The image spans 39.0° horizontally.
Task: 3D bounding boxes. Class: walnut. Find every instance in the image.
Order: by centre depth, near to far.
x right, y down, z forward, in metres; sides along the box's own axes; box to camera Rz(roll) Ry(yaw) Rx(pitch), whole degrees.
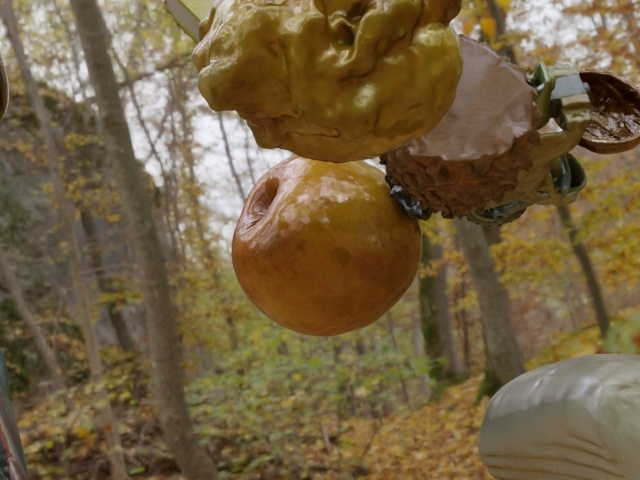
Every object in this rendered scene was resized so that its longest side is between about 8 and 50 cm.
[{"bbox_3d":[0.509,-0.227,1.659,0.167,0.211,0.087,-36,-33,-13],"label":"walnut"}]

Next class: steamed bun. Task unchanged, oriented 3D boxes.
[{"bbox_3d":[0.342,0.252,0.821,0.236,0.383,0.247,-31,-4,-25],"label":"steamed bun"}]

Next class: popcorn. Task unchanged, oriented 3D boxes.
[{"bbox_3d":[0.017,-0.164,0.796,0.254,0.190,0.191,-31,-27,-6],"label":"popcorn"}]

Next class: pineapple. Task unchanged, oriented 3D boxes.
[{"bbox_3d":[0.173,-0.115,1.244,0.223,0.222,0.357,-14,-17,-2],"label":"pineapple"}]

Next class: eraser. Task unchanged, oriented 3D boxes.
[{"bbox_3d":[-0.201,-0.497,1.920,0.226,0.158,0.069,-27,-29,-33],"label":"eraser"}]

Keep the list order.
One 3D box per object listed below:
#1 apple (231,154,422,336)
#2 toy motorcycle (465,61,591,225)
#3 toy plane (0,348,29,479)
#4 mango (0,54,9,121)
[{"bbox_3d":[0.000,0.000,1.402,0.275,0.298,0.299,28,-38,-35],"label":"apple"},{"bbox_3d":[0.363,-0.161,1.615,0.237,0.168,0.410,-12,-34,4],"label":"toy motorcycle"},{"bbox_3d":[-0.245,0.173,0.667,0.104,0.326,0.223,-29,1,-24],"label":"toy plane"},{"bbox_3d":[-0.404,-0.191,0.919,0.133,0.111,0.267,-27,-22,-8],"label":"mango"}]
